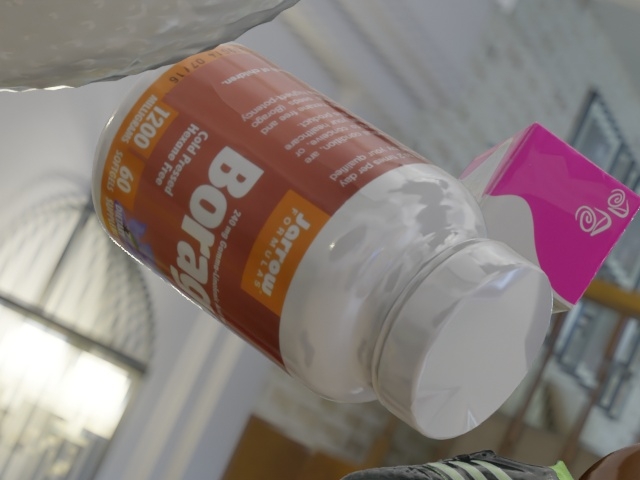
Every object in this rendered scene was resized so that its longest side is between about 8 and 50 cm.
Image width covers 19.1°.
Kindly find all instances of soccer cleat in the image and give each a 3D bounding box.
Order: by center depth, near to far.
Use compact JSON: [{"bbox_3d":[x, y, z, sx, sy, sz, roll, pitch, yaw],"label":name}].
[{"bbox_3d":[0.092,0.174,1.298,0.178,0.060,0.072,5,32,-12],"label":"soccer cleat"}]

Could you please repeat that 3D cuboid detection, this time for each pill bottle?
[{"bbox_3d":[0.000,0.000,0.902,0.216,0.121,0.121,34,-3,35],"label":"pill bottle"}]

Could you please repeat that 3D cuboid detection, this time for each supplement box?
[{"bbox_3d":[0.165,-0.010,1.573,0.114,0.111,0.220,35,-8,-2],"label":"supplement box"}]

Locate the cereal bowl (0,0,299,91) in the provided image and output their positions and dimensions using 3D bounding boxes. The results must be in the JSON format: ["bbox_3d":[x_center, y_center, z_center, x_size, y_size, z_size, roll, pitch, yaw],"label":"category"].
[{"bbox_3d":[-0.102,-0.182,0.496,0.339,0.339,0.141,27,31,-11],"label":"cereal bowl"}]

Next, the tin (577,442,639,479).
[{"bbox_3d":[0.103,0.115,0.532,0.106,0.040,0.190,25,-36,1],"label":"tin"}]
